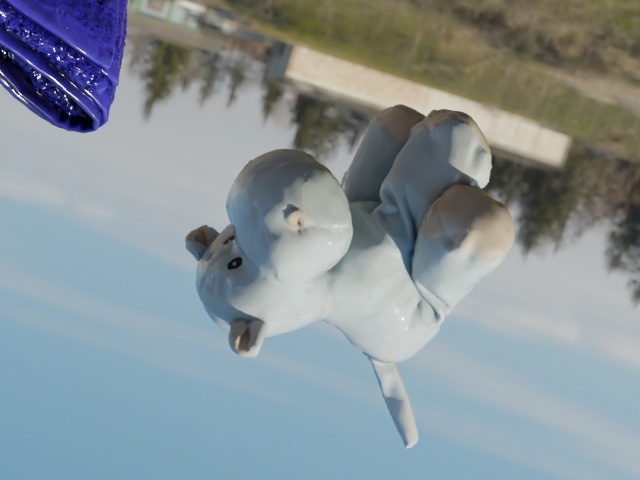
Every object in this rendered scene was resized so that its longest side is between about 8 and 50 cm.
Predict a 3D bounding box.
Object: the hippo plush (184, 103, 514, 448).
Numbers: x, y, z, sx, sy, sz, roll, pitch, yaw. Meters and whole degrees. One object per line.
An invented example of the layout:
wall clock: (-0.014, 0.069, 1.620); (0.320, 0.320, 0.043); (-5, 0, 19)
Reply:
hippo plush: (0.000, 0.000, 1.248); (0.236, 0.294, 0.234); (5, -140, -25)

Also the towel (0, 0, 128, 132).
towel: (-0.186, -0.243, 0.860); (0.076, 0.308, 0.227); (-23, 136, 29)
